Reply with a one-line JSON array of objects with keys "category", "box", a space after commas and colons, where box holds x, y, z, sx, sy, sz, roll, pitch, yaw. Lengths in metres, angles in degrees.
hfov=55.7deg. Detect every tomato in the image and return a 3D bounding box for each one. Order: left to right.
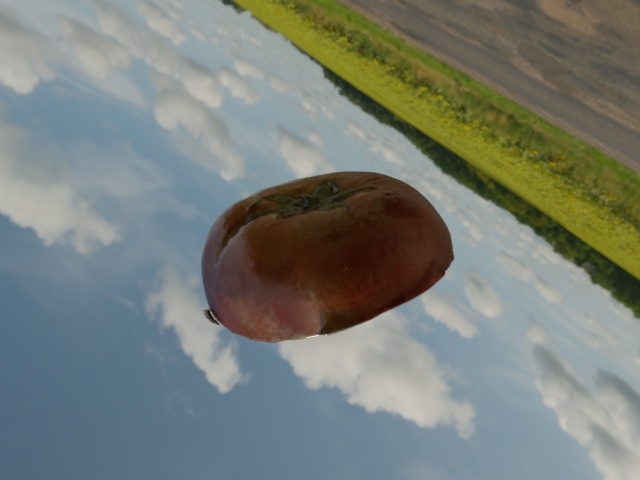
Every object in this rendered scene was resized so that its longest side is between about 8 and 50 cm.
[{"category": "tomato", "box": [-0.001, -0.003, 0.513, 0.225, 0.224, 0.085, -90, -12, -72]}]
